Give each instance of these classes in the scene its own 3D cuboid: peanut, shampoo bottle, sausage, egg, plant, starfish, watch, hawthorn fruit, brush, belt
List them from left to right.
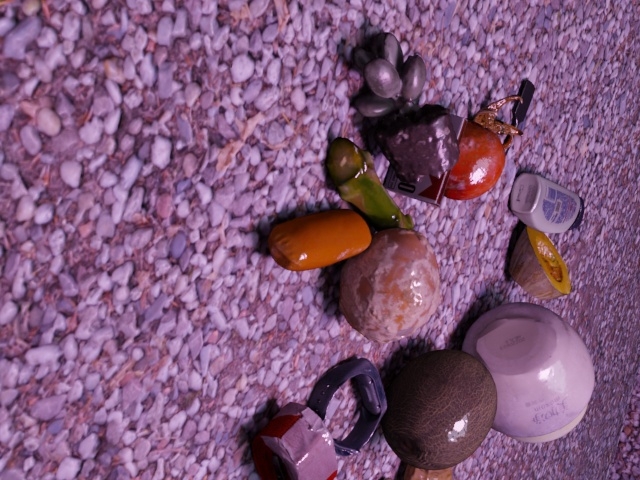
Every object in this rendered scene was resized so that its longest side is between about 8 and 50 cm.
[{"bbox_3d":[-0.041,0.398,1.536,0.124,0.128,0.200,-40,133,-36],"label":"belt"},{"bbox_3d":[0.000,0.000,1.442,0.238,0.098,0.098,-14,116,-51],"label":"sausage"},{"bbox_3d":[0.053,0.351,1.694,0.193,0.068,0.206,-38,129,-33],"label":"watch"},{"bbox_3d":[0.132,0.083,1.566,0.195,0.195,0.233,1,114,-53],"label":"egg"},{"bbox_3d":[0.148,-0.241,1.494,0.274,0.149,0.146,60,14,-27],"label":"plant"},{"bbox_3d":[0.279,0.549,2.037,0.197,0.110,0.232,-4,109,-57],"label":"peanut"},{"bbox_3d":[0.291,-0.160,1.692,0.173,0.173,0.172,-26,125,-44],"label":"hawthorn fruit"},{"bbox_3d":[0.399,-0.258,1.864,0.190,0.074,0.146,-17,119,-48],"label":"starfish"},{"bbox_3d":[0.475,-0.292,1.998,0.063,0.016,0.193,22,87,-54],"label":"brush"},{"bbox_3d":[0.510,0.324,2.061,0.322,0.323,0.317,-51,130,-26],"label":"shampoo bottle"},{"bbox_3d":[0.613,-0.087,2.215,0.359,0.078,0.134,11,91,-54],"label":"shampoo bottle"}]

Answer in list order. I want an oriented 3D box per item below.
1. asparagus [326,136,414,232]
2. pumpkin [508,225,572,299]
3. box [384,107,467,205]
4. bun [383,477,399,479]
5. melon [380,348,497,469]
[{"bbox_3d":[0.103,-0.074,1.561,0.343,0.082,0.085,50,29,-51],"label":"asparagus"},{"bbox_3d":[0.571,0.070,2.192,0.110,0.217,0.217,-37,152,23],"label":"pumpkin"},{"bbox_3d":[0.206,-0.168,1.618,0.036,0.115,0.177,15,94,-67],"label":"box"},{"bbox_3d":[0.156,0.594,1.943,0.086,0.055,0.086,-46,164,-17],"label":"bun"},{"bbox_3d":[0.266,0.367,1.834,0.302,0.238,0.237,-36,132,-45],"label":"melon"}]
